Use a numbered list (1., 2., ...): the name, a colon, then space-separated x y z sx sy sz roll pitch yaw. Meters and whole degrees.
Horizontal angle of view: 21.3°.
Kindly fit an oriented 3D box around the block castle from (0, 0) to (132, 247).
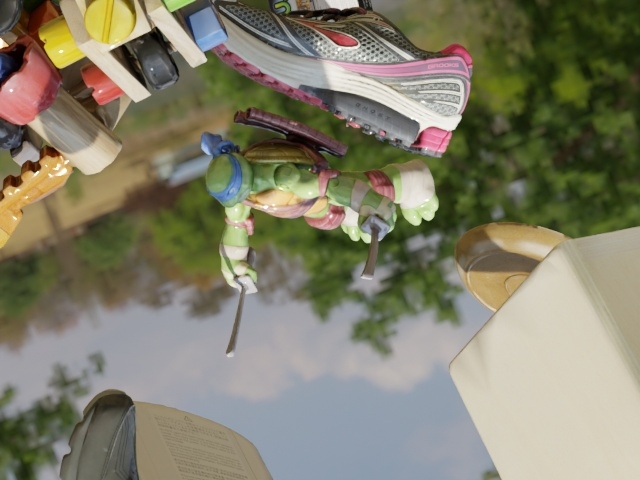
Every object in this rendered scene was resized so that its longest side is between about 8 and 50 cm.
1. block castle: -0.397 -0.194 1.919 0.303 0.213 0.453 -36 -147 15

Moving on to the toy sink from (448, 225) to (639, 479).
1. toy sink: 0.210 0.127 1.061 0.131 0.234 0.153 -10 151 -32

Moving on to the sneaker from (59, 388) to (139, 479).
1. sneaker: -0.164 0.259 1.427 0.106 0.267 0.101 4 178 9

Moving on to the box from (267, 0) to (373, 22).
1. box: -0.012 -0.314 1.940 0.114 0.207 0.036 -14 178 28

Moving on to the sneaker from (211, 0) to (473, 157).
1. sneaker: 0.002 -0.186 1.656 0.121 0.299 0.112 -156 -90 -89

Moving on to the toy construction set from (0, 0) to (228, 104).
1. toy construction set: -0.132 -0.218 1.207 0.309 0.257 0.237 0 -175 -2

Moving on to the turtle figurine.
1. turtle figurine: 0.000 0.000 1.775 0.266 0.275 0.198 -6 137 -48

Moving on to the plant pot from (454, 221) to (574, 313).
1. plant pot: 0.290 0.059 2.317 0.236 0.236 0.032 -16 -139 48

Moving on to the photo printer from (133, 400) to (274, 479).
1. photo printer: -0.166 0.326 2.164 0.256 0.107 0.307 20 -158 -35
